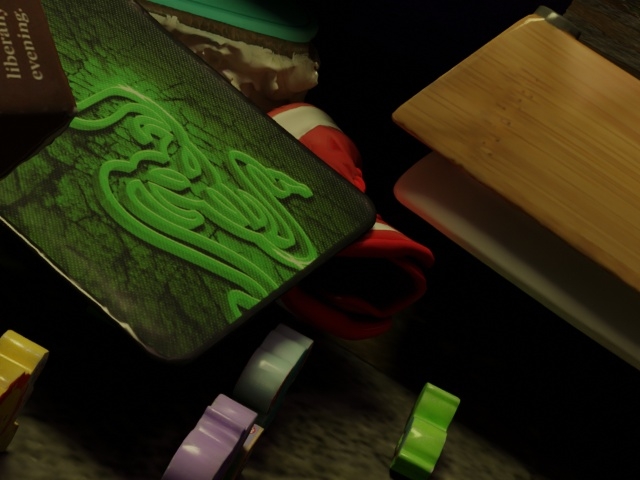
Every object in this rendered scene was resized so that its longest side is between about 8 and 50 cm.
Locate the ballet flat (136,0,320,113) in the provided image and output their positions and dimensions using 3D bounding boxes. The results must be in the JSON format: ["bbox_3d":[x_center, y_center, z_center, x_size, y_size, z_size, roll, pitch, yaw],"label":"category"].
[{"bbox_3d":[-0.179,-0.118,0.726,0.409,0.147,0.147,21,21,-33],"label":"ballet flat"}]

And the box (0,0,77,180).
[{"bbox_3d":[-0.221,-0.076,0.470,0.203,0.167,0.168,-2,67,-49],"label":"box"}]

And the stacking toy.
[{"bbox_3d":[-0.032,0.067,0.590,0.167,0.052,0.221,28,21,4],"label":"stacking toy"}]

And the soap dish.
[{"bbox_3d":[0.167,-0.010,0.797,0.229,0.118,0.291,35,7,11],"label":"soap dish"}]

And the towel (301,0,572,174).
[{"bbox_3d":[0.014,-0.143,0.875,0.228,0.076,0.308,30,-22,1],"label":"towel"}]

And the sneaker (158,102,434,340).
[{"bbox_3d":[0.000,0.000,0.732,0.128,0.087,0.221,36,19,15],"label":"sneaker"}]

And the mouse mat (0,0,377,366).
[{"bbox_3d":[-0.082,-0.040,0.617,0.190,0.007,0.152,41,41,11],"label":"mouse mat"}]
